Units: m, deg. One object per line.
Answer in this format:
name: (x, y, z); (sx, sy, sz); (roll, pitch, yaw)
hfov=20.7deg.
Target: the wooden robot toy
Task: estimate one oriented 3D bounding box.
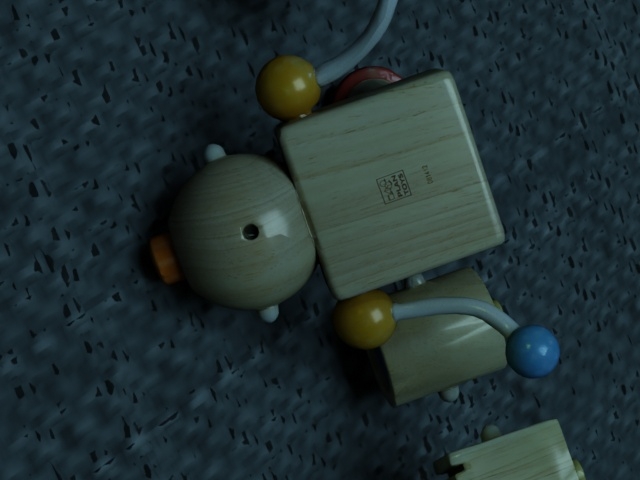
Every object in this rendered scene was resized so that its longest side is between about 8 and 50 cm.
wooden robot toy: (0.000, 0.000, 0.413); (0.079, 0.076, 0.173); (-20, 97, -7)
